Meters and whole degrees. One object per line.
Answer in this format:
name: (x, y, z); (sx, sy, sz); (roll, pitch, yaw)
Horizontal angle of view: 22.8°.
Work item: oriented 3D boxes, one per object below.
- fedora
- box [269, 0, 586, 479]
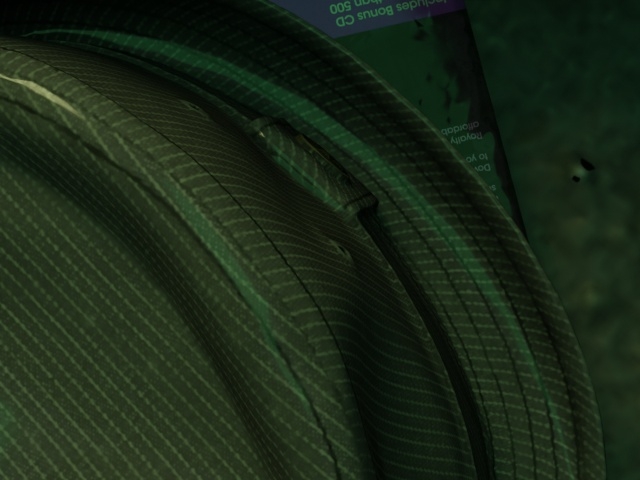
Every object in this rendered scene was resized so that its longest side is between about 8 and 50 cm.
fedora: (-0.053, 0.054, 0.369); (0.244, 0.124, 0.275); (-37, 89, -3)
box: (0.000, 0.000, 0.458); (0.116, 0.029, 0.162); (-14, 83, -3)
